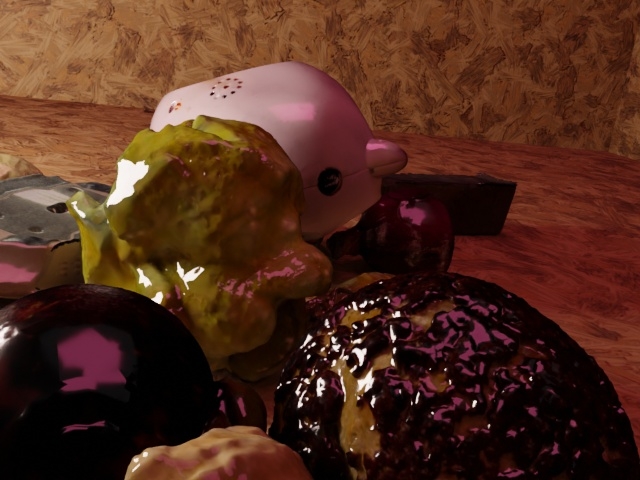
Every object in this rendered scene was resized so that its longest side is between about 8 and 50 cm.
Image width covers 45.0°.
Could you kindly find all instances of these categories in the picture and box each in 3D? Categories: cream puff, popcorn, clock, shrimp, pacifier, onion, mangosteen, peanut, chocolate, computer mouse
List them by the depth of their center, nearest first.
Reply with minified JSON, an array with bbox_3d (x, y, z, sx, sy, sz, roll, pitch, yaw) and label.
[{"bbox_3d":[0.065,0.137,0.459,0.165,0.239,0.239,-26,34,-37],"label":"cream puff"},{"bbox_3d":[-0.138,0.126,0.466,0.210,0.210,0.210,8,16,-2],"label":"mangosteen"},{"bbox_3d":[-0.111,0.004,0.796,0.225,0.276,0.276,-25,33,-35],"label":"popcorn"},{"bbox_3d":[-0.331,0.016,0.900,0.199,0.115,0.389,15,20,16],"label":"computer mouse"},{"bbox_3d":[0.053,0.093,0.933,0.267,0.061,0.145,-3,29,-42],"label":"shrimp"},{"bbox_3d":[-0.489,-0.078,1.146,0.159,0.109,0.140,8,-17,-43],"label":"peanut"},{"bbox_3d":[-0.080,-0.132,1.150,0.368,0.250,0.377,-18,18,-25],"label":"clock"},{"bbox_3d":[0.111,-0.017,1.192,0.198,0.135,0.173,4,17,-19],"label":"onion"},{"bbox_3d":[0.000,0.000,1.216,0.068,0.064,0.083,21,11,-21],"label":"pacifier"},{"bbox_3d":[0.231,-0.070,1.500,0.321,0.112,0.112,-3,18,-30],"label":"chocolate"}]

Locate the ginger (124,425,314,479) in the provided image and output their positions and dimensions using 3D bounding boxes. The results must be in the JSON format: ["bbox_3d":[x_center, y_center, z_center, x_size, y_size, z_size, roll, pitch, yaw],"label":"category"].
[{"bbox_3d":[-0.002,0.217,0.275,0.126,0.190,0.354,-31,32,7],"label":"ginger"}]

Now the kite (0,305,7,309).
[{"bbox_3d":[-0.265,0.102,0.816,0.127,0.016,0.229,-5,17,-31],"label":"kite"}]
